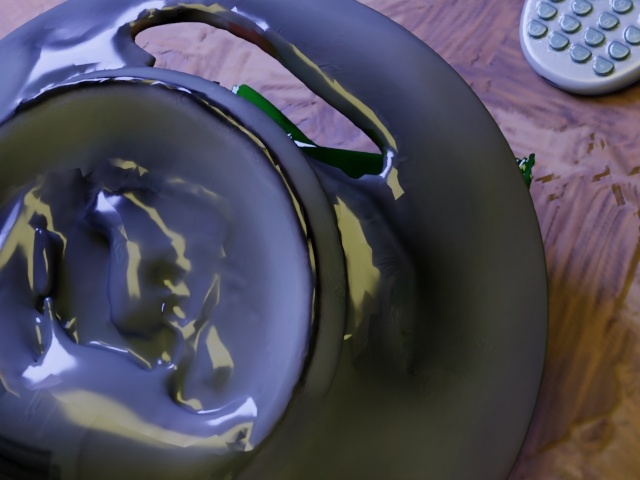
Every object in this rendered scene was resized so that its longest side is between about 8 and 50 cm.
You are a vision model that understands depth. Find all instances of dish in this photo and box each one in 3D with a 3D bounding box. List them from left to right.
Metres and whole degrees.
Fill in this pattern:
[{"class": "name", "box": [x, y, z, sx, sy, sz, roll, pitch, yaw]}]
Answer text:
[{"class": "dish", "box": [-0.071, 0.027, 0.501, 0.324, 0.124, 0.324, -2, 84, 16]}]

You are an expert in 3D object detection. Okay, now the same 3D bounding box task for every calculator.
[{"class": "calculator", "box": [0.170, -0.145, 0.636, 0.095, 0.021, 0.153, 37, 86, 29]}]

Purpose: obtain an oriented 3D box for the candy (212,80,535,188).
[{"class": "candy", "box": [-0.001, -0.003, 0.591, 0.203, 0.078, 0.141, 15, 68, 29]}]
